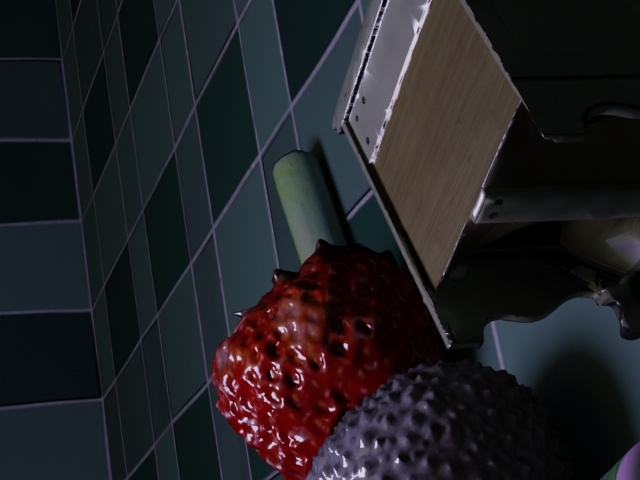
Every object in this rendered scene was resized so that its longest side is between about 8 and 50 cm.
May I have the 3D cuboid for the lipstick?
[{"bbox_3d":[0.000,0.000,2.024,0.076,0.076,0.304,110,149,-46],"label":"lipstick"}]

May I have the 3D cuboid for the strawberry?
[{"bbox_3d":[0.021,0.173,1.704,0.310,0.292,0.291,-115,30,-55],"label":"strawberry"}]

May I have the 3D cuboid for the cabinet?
[{"bbox_3d":[0.194,-0.110,1.282,0.290,0.227,0.318,109,148,-43],"label":"cabinet"}]

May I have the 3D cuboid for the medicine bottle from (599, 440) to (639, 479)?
[{"bbox_3d":[0.287,0.247,1.199,0.274,0.133,0.133,118,144,-52],"label":"medicine bottle"}]

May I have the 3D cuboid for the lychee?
[{"bbox_3d":[0.123,0.267,1.426,0.300,0.300,0.300,178,90,-70],"label":"lychee"}]
